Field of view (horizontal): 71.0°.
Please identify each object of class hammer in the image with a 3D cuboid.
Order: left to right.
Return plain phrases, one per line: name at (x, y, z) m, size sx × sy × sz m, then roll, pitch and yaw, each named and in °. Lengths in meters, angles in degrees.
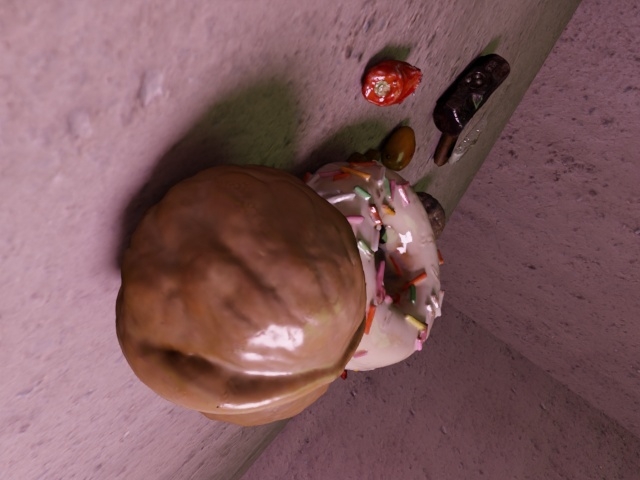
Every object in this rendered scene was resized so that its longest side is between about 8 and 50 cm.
hammer at (0.392, -0.337, 1.322) m, size 0.242 × 0.095 × 0.409 m, roll -49°, pitch 168°, yaw -14°

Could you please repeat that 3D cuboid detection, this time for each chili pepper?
chili pepper at (0.115, -0.257, 0.733) m, size 0.123 × 0.073 × 0.070 m, roll -33°, pitch 111°, yaw -54°

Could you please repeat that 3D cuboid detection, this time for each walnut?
walnut at (-0.080, 0.062, 0.508) m, size 0.285 × 0.285 × 0.296 m, roll -34°, pitch 148°, yaw -48°
walnut at (0.317, -0.061, 1.478) m, size 0.230 × 0.178 × 0.178 m, roll -36°, pitch 156°, yaw -42°

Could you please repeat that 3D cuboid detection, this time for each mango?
mango at (0.177, -0.208, 1.004) m, size 0.114 × 0.060 × 0.080 m, roll -49°, pitch 147°, yaw -25°

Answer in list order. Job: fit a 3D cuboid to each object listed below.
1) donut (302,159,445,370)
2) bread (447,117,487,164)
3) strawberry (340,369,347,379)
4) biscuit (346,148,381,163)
donut at (0.093, 0.035, 0.780) m, size 0.382 × 0.142 × 0.382 m, roll 17°, pitch 69°, yaw -50°
bread at (0.453, -0.292, 1.412) m, size 0.193 × 0.036 × 0.112 m, roll -46°, pitch 170°, yaw -26°
strawberry at (-0.083, 0.188, 0.858) m, size 0.274 × 0.220 × 0.274 m, roll -9°, pitch 145°, yaw -7°
biscuit at (0.079, -0.113, 0.978) m, size 0.180 × 0.039 × 0.236 m, roll -57°, pitch 165°, yaw 8°
